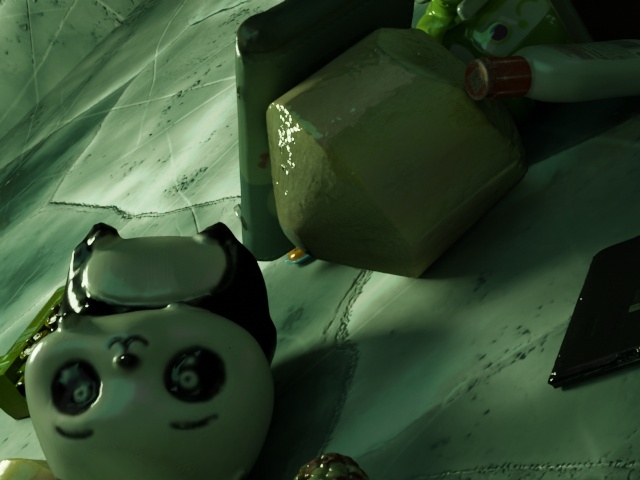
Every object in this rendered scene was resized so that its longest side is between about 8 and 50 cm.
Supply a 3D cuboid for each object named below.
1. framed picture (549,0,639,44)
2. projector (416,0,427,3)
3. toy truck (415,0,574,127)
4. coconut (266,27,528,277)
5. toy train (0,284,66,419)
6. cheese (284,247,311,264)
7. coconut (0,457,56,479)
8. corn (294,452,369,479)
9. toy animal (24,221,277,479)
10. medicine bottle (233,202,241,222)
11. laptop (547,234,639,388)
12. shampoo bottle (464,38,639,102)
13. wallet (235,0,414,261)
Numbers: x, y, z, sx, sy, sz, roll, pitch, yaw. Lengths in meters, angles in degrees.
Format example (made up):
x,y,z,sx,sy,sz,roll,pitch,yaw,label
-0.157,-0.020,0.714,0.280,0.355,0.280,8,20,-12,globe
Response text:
x,y,z,sx,sy,sz,roll,pitch,yaw,label
0.312,-0.336,1.820,0.211,0.289,0.020,-31,-4,24,framed picture
0.225,-0.399,2.208,0.198,0.108,0.250,-23,4,-21,projector
0.184,-0.234,1.954,0.148,0.210,0.187,-45,2,-15,toy truck
0.061,-0.078,1.773,0.244,0.239,0.239,-38,19,-11,coconut
-0.338,0.126,2.257,0.137,0.090,0.225,-21,27,49,toy train
0.001,0.001,2.024,0.111,0.017,0.047,-27,26,30,cheese
-0.291,0.291,1.738,0.147,0.147,0.152,-13,34,52,coconut
0.015,0.252,1.371,0.079,0.079,0.237,-35,21,13,corn
-0.158,0.142,1.718,0.251,0.251,0.310,-30,31,26,toy animal
-0.057,-0.046,2.163,0.091,0.058,0.058,-38,20,5,medicine bottle
0.264,0.047,1.459,0.129,0.016,0.180,-23,24,37,laptop
0.245,-0.166,1.714,0.221,0.051,0.108,-8,23,-28,shampoo bottle
0.005,-0.153,1.912,0.252,0.083,0.360,-36,-28,-26,wallet
